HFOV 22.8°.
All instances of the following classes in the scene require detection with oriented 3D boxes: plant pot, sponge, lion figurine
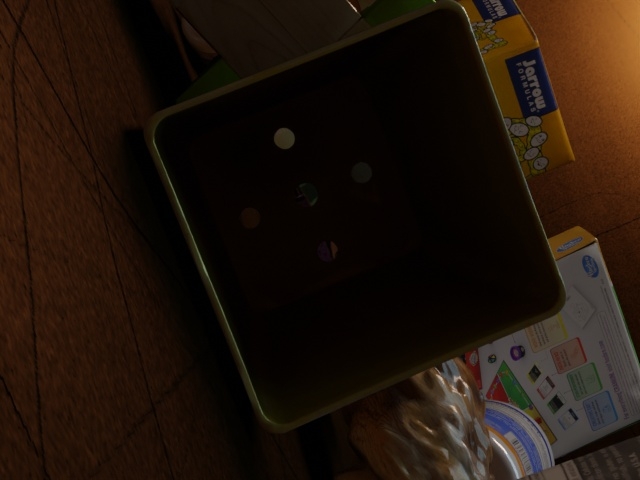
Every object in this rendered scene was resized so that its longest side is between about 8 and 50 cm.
[{"bbox_3d":[0.007,-0.024,1.060,0.187,0.212,0.212,-151,-140,-76],"label":"plant pot"},{"bbox_3d":[0.000,0.000,1.927,0.210,0.031,0.117,-56,124,-84],"label":"sponge"},{"bbox_3d":[0.060,0.101,1.366,0.240,0.142,0.392,55,14,-10],"label":"lion figurine"}]

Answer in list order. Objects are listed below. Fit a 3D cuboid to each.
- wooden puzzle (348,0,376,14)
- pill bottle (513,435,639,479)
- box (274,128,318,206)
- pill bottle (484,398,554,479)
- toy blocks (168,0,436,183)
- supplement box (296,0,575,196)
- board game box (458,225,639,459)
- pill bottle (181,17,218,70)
[{"bbox_3d":[-0.045,-0.320,1.813,0.322,0.080,0.348,58,-20,1],"label":"wooden puzzle"},{"bbox_3d":[0.242,0.290,1.371,0.204,0.361,0.204,-21,90,-86],"label":"pill bottle"},{"bbox_3d":[-0.007,-0.097,1.803,0.322,0.058,0.232,57,6,-41],"label":"box"},{"bbox_3d":[0.163,0.247,1.670,0.152,0.152,0.272,70,16,6],"label":"pill bottle"},{"bbox_3d":[-0.018,-0.155,1.286,0.381,0.191,0.261,47,3,-12],"label":"toy blocks"},{"bbox_3d":[0.125,-0.161,2.102,0.195,0.357,0.194,-105,172,-58],"label":"supplement box"},{"bbox_3d":[0.205,0.155,1.839,0.064,0.317,0.242,-127,-165,-70],"label":"board game box"},{"bbox_3d":[-0.082,-0.177,1.472,0.120,0.067,0.067,61,9,-63],"label":"pill bottle"}]
